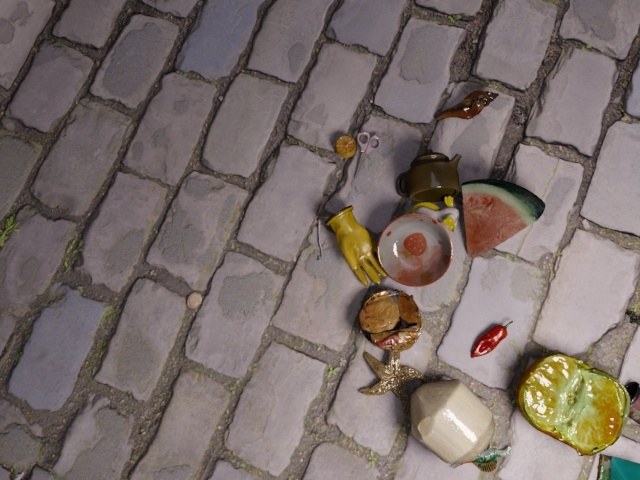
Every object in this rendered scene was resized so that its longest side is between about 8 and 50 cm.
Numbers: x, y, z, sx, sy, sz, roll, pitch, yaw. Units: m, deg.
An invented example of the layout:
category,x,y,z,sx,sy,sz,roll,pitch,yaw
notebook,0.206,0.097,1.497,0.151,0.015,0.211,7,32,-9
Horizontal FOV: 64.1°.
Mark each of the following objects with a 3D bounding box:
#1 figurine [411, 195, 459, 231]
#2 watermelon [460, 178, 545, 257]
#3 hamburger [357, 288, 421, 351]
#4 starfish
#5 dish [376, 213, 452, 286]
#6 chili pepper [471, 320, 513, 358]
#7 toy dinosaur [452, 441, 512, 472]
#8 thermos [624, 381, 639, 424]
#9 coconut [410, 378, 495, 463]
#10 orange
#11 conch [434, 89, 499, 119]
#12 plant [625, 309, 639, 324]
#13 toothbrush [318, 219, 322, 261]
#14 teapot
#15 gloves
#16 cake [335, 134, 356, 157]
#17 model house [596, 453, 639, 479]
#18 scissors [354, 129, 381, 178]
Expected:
category,x,y,z,sx,sy,sz,roll,pitch,yaw
figurine,0.411,-0.082,1.847,0.178,0.109,0.129,-12,82,24
watermelon,0.598,-0.092,1.747,0.283,0.250,0.292,21,78,15
hamburger,0.240,0.276,1.763,0.231,0.107,0.231,-5,62,9
starfish,0.243,0.470,1.768,0.236,0.062,0.277,-10,81,9
dish,0.333,0.028,1.803,0.260,0.085,0.260,3,103,13
chili pepper,0.588,0.338,1.753,0.191,0.050,0.059,-44,94,3
toy dinosaur,0.538,0.722,1.686,0.187,0.044,0.106,-45,93,-5
thermos,1.124,0.588,1.627,0.330,0.136,0.109,34,111,12
coconut,0.405,0.566,1.634,0.266,0.237,0.237,44,86,6
orange,0.796,0.507,1.625,0.335,0.196,0.262,21,96,14
conch,0.554,-0.498,1.924,0.233,0.086,0.080,-35,119,11
plant,1.080,0.270,1.720,0.102,0.051,0.051,23,81,21
toothbrush,0.000,0.000,1.905,0.017,0.014,0.162,3,77,-13
teapot,0.386,-0.238,1.835,0.268,0.186,0.175,-16,70,38
gloves,0.145,0.025,1.847,0.133,0.116,0.294,-33,83,5
cake,0.096,-0.360,1.955,0.084,0.044,0.084,-1,79,5
model house,0.939,0.744,1.582,0.101,0.149,0.127,11,78,5
scissors,0.165,-0.324,1.948,0.100,0.015,0.189,20,89,-10
